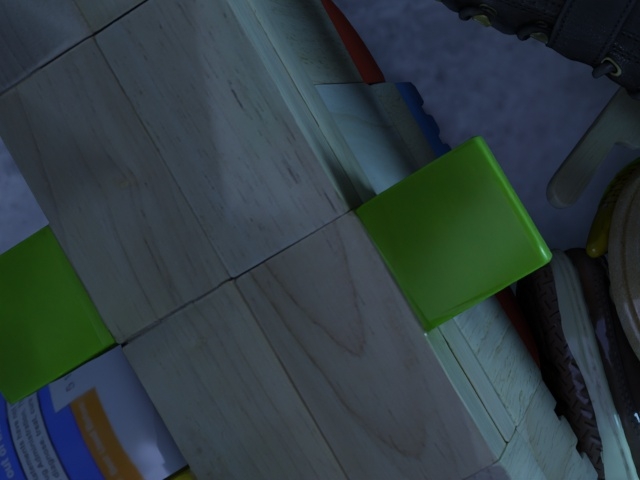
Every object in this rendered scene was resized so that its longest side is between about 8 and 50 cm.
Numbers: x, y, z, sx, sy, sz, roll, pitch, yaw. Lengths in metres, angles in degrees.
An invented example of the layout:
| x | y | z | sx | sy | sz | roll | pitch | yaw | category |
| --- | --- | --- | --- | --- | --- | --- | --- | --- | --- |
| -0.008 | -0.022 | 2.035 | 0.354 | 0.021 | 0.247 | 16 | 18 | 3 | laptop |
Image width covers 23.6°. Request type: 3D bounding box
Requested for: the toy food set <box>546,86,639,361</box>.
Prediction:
| x | y | z | sx | sy | sz | roll | pitch | yaw | category |
| --- | --- | --- | --- | --- | --- | --- | --- | --- | --- |
| 0.172 | 0.018 | 0.687 | 0.192 | 0.132 | 0.038 | 51 | 145 | -11 | toy food set |

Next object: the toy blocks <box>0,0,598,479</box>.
| x | y | z | sx | sy | sz | roll | pitch | yaw | category |
| --- | --- | --- | --- | --- | --- | --- | --- | --- | --- |
| 0.000 | 0.000 | 0.640 | 0.191 | 0.261 | 0.381 | -31 | 88 | 14 | toy blocks |

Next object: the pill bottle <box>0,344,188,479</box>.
| x | y | z | sx | sy | sz | roll | pitch | yaw | category |
| --- | --- | --- | --- | --- | --- | --- | --- | --- | --- |
| -0.152 | 0.155 | 0.733 | 0.272 | 0.152 | 0.152 | -35 | 95 | 13 | pill bottle |

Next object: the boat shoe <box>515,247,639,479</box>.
| x | y | z | sx | sy | sz | roll | pitch | yaw | category |
| --- | --- | --- | --- | --- | --- | --- | --- | --- | --- |
| 0.167 | 0.115 | 0.724 | 0.095 | 0.095 | 0.257 | -19 | 105 | -3 | boat shoe |

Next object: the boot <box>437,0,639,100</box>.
| x | y | z | sx | sy | sz | roll | pitch | yaw | category |
| --- | --- | --- | --- | --- | --- | --- | --- | --- | --- |
| 0.136 | -0.066 | 0.583 | 0.229 | 0.091 | 0.263 | 25 | 128 | 9 | boot |
